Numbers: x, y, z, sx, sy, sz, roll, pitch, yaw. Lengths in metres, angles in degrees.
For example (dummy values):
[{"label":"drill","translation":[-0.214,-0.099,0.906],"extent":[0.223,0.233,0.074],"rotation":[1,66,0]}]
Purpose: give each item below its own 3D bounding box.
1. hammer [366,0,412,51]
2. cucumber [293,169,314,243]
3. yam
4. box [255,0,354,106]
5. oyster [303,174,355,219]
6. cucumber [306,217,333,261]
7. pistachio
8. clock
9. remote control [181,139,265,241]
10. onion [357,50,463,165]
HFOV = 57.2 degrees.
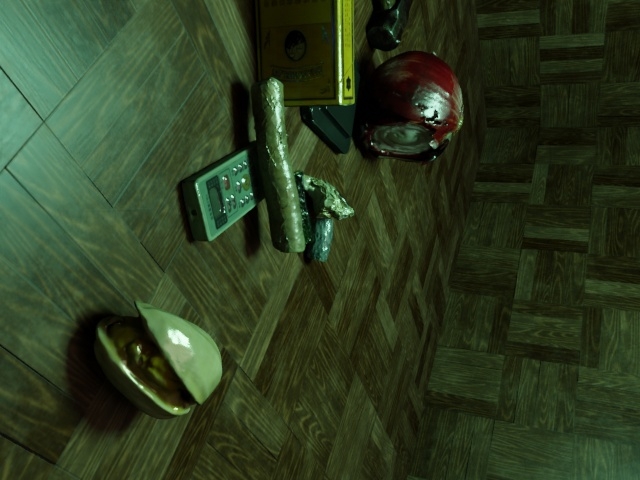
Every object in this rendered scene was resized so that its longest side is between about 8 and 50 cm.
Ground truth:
[{"label":"hammer","translation":[0.176,-0.796,1.727],"extent":[0.242,0.095,0.409],"rotation":[-67,148,-34]},{"label":"cucumber","translation":[-0.053,-0.077,1.382],"extent":[0.058,0.058,0.187],"rotation":[-53,139,-50]},{"label":"yam","translation":[-0.087,-0.148,1.197],"extent":[0.081,0.081,0.357],"rotation":[-34,121,-60]},{"label":"box","translation":[-0.033,-0.427,1.196],"extent":[0.084,0.193,0.301],"rotation":[-26,117,-61]},{"label":"oyster","translation":[0.001,-0.101,1.444],"extent":[0.191,0.163,0.081],"rotation":[43,85,-15]},{"label":"cucumber","translation":[0.000,-0.002,1.505],"extent":[0.064,0.064,0.112],"rotation":[13,82,-66]},{"label":"pistachio","translation":[-0.244,0.180,0.904],"extent":[0.229,0.157,0.157],"rotation":[60,41,-43]},{"label":"clock","translation":[0.042,-0.395,1.546],"extent":[0.279,0.049,0.273],"rotation":[29,67,-64]},{"label":"remote control","translation":[-0.166,-0.106,1.147],"extent":[0.285,0.038,0.123],"rotation":[-44,132,-56]},{"label":"onion","translation":[0.267,-0.395,1.722],"extent":[0.341,0.341,0.341],"rotation":[5,90,-66]}]
